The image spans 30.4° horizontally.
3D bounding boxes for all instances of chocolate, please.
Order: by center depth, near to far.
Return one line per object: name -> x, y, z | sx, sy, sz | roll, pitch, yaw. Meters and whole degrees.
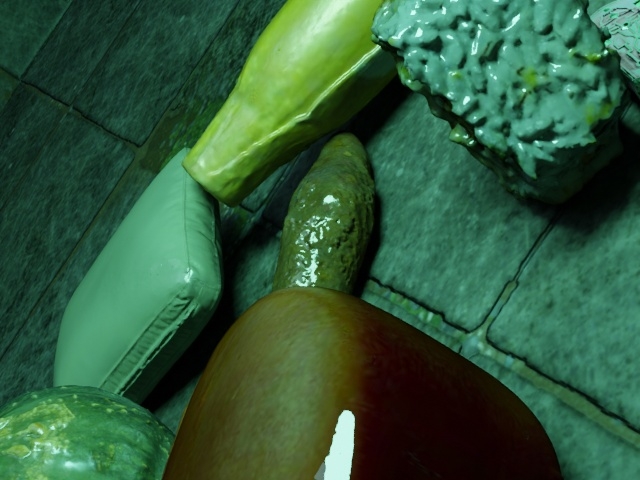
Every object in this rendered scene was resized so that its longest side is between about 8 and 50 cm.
chocolate -> 0.026, -0.215, 1.287 | 0.445, 0.162, 0.162 | -49, 29, 7

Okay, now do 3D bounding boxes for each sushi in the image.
sushi -> 0.138, -0.153, 0.959 | 0.139, 0.274, 0.184 | -44, 7, 2

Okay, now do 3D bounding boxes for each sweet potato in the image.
sweet potato -> 0.001, 0.000, 1.185 | 0.114, 0.092, 0.341 | -44, 25, 55

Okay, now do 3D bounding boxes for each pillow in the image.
pillow -> -0.216, 0.070, 1.391 | 0.322, 0.120, 0.255 | -50, 28, 33

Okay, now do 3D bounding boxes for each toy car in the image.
toy car -> 0.270, -0.150, 0.963 | 0.069, 0.055, 0.142 | -30, 42, 0

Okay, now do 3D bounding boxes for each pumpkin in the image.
pumpkin -> -0.245, 0.300, 1.074 | 0.327, 0.257, 0.291 | -56, 15, 14

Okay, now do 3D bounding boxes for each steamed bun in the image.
steamed bun -> 0.022, 0.211, 0.775 | 0.248, 0.235, 0.379 | -33, 34, 45
